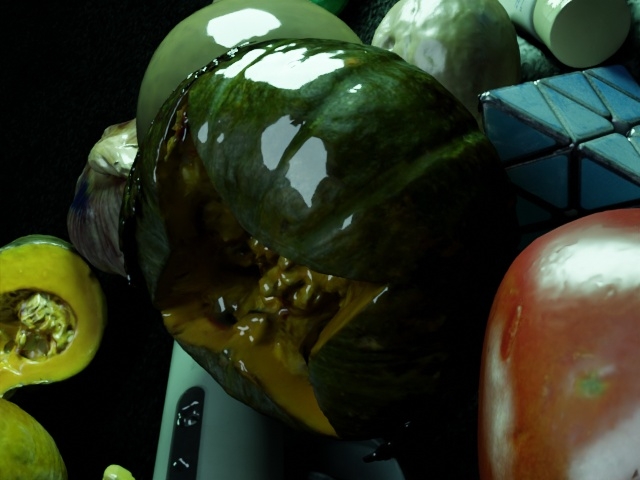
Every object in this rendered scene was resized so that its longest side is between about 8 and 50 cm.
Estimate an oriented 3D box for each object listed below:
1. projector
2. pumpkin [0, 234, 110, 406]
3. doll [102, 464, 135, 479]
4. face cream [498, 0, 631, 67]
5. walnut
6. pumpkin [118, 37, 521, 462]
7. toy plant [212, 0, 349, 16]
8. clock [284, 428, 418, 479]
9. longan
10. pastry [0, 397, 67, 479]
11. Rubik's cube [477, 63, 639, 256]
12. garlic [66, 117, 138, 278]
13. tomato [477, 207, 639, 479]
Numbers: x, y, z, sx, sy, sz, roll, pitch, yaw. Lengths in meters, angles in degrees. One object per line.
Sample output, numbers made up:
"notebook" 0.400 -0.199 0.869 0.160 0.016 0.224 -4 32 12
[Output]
"projector" -0.082 0.154 0.825 0.108 0.108 0.337 -44 24 23
"pumpkin" -0.430 0.104 1.217 0.325 0.242 0.232 -22 6 -13
"doll" -0.285 0.374 1.030 0.293 0.119 0.138 -54 24 1
"face cream" 0.201 -0.235 0.881 0.114 0.070 0.224 -45 32 21
"walnut" 0.111 -0.155 0.868 0.140 0.140 0.162 -26 69 37
"pumpkin" 0.000 0.000 0.714 0.320 0.320 0.192 -4 25 48
"toy plant" -0.030 -0.298 1.148 0.200 0.105 0.142 -21 37 19
"clock" -0.036 0.287 0.761 0.313 0.061 0.312 -35 28 22
"longan" -0.059 -0.109 0.950 0.258 0.258 0.258 -27 50 37
"pastry" -0.428 0.324 1.047 0.164 0.356 0.356 37 98 33
"Rubik's cube" 0.243 -0.056 0.722 0.178 0.211 0.190 27 64 31
"garlic" -0.201 -0.069 1.131 0.245 0.160 0.245 -29 38 26
"tomato" 0.203 0.107 0.533 0.299 0.226 0.298 -29 45 34
